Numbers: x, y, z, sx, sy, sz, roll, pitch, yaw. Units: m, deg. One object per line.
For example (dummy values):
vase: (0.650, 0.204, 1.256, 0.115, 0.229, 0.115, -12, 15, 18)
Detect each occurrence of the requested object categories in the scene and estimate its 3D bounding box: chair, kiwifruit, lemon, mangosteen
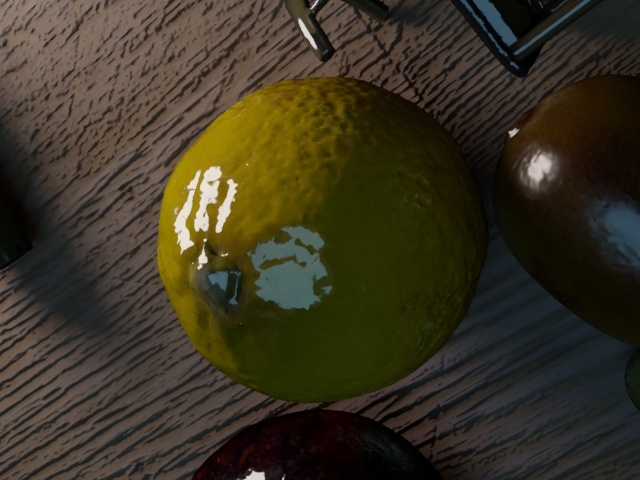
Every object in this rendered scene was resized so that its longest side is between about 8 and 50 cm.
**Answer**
chair: (0.123, -0.213, 0.984, 0.272, 0.188, 0.166, -37, 96, 25)
kiwifruit: (0.247, -0.025, 1.016, 0.234, 0.196, 0.196, 32, 119, 4)
lemon: (0.001, -0.001, 1.065, 0.293, 0.293, 0.293, 8, 115, 17)
mangosteen: (-0.011, 0.317, 1.202, 0.300, 0.300, 0.300, 8, 115, 17)

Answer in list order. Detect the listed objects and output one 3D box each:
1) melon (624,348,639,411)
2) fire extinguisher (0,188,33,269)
melon: (0.327, 0.122, 1.103, 0.131, 0.098, 0.098, -3, 111, 25)
fire extinguisher: (-0.392, -0.107, 1.268, 0.114, 0.095, 0.311, -32, 105, -17)
